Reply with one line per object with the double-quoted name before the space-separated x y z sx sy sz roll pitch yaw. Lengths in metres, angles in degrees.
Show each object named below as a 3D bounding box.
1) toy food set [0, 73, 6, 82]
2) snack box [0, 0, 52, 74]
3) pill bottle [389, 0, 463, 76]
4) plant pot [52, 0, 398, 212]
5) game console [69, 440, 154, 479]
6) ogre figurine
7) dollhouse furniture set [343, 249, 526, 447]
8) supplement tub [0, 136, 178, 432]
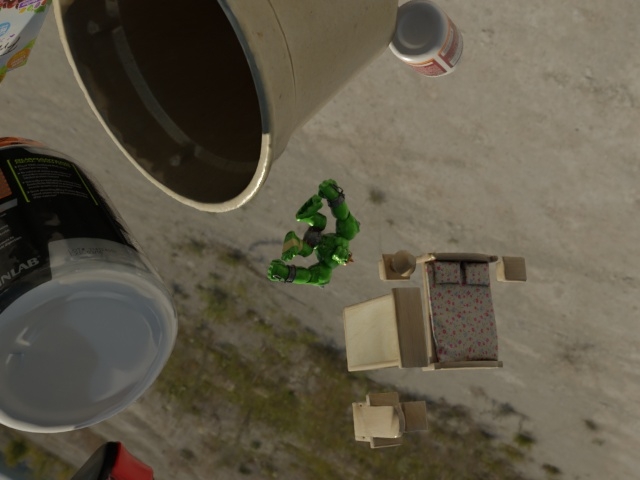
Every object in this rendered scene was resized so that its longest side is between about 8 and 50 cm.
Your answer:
"toy food set" -0.768 -0.406 1.559 0.218 0.128 0.071 41 -178 -15
"snack box" -0.405 -0.238 0.811 0.070 0.207 0.174 49 134 -2
"pill bottle" 0.155 -0.281 1.043 0.086 0.086 0.152 18 -173 21
"plant pot" -0.079 -0.253 0.847 0.333 0.305 0.334 30 140 28
"game console" -0.282 0.370 0.585 0.060 0.342 0.386 36 122 -11
"ogre figurine" 0.000 0.000 1.299 0.118 0.197 0.096 32 158 -33
"dollhouse furniture set" 0.236 0.160 1.170 0.355 0.304 0.173 1 167 -24
"supplement tub" -0.288 0.025 0.754 0.316 0.193 0.194 46 172 45
